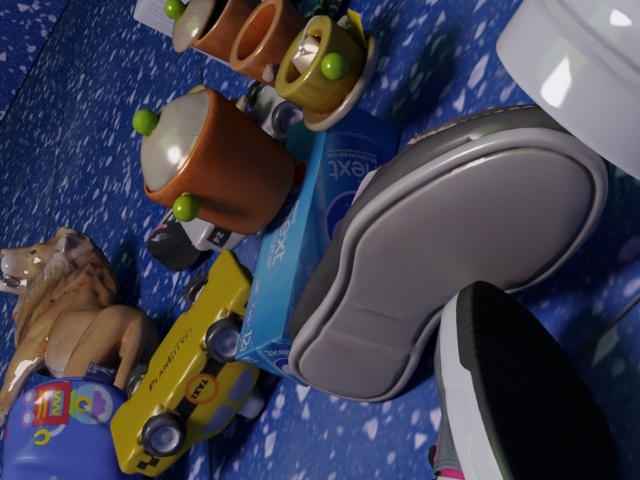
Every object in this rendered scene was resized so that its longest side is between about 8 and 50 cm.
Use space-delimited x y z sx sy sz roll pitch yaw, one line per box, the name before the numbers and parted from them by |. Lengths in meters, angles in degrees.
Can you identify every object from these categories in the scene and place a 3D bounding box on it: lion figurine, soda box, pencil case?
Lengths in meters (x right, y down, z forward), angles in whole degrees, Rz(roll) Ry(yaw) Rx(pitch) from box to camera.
lion figurine | -0.250 0.118 1.298 0.392 0.142 0.240 14 73 52
soda box | 0.000 0.000 0.927 0.071 0.067 0.210 -29 43 53
pencil case | -0.205 0.263 1.010 0.119 0.133 0.306 92 175 -56

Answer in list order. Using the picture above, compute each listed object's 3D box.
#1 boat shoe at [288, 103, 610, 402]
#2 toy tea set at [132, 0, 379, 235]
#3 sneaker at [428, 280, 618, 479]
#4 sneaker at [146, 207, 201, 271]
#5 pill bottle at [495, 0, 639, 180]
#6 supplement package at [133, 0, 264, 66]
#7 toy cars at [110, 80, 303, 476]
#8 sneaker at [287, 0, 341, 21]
boat shoe | 0.060 -0.005 0.710 0.335 0.112 0.096 127 160 -57
toy tea set | -0.089 -0.135 0.990 0.200 0.124 0.336 -57 25 6
sneaker | 0.062 0.172 0.583 0.178 0.123 0.296 -40 35 29
sneaker | -0.115 -0.046 1.216 0.178 0.072 0.077 -35 27 41
pill bottle | 0.210 -0.160 0.525 0.278 0.162 0.162 -55 26 24
supplement package | -0.088 -0.335 1.343 0.244 0.133 0.139 -41 33 44
toy cars | -0.066 0.021 1.035 0.176 0.087 0.394 -25 43 50
sneaker | -0.024 -0.224 1.222 0.162 0.063 0.073 -39 17 39
